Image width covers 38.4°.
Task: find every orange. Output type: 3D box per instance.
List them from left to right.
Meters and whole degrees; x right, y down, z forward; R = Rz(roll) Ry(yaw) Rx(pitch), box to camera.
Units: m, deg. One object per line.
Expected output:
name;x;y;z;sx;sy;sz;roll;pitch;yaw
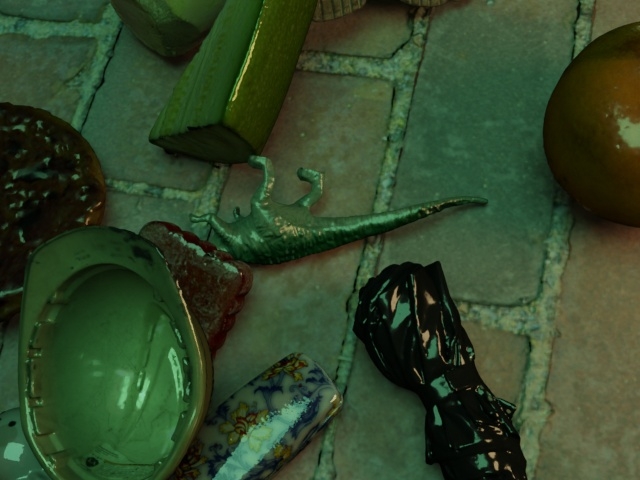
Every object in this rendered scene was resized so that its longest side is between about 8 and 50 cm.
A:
orange;0.358;-0.122;0.987;0.240;0.171;0.240;-4;67;8

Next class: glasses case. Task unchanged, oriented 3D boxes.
glasses case;-0.087;0.215;0.931;0.248;0.065;0.087;-40;67;-12

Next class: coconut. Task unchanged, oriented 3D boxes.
coconut;-0.177;-0.322;1.159;0.147;0.147;0.153;36;71;20

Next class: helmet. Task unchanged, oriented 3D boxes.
helmet;-0.180;0.115;0.902;0.204;0.137;0.258;0;90;21

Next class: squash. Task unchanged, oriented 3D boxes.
squash;-0.077;-0.235;1.071;0.111;0.203;0.289;22;77;-32

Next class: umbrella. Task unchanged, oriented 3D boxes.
umbrella;0.143;0.173;0.917;0.118;0.118;0.340;-27;70;-7

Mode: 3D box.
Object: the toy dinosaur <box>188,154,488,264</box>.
toy dinosaur;-0.011;-0.048;1.037;0.382;0.076;0.129;-17;92;6

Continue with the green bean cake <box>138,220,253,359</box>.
green bean cake;-0.154;0.060;0.998;0.135;0.056;0.135;28;96;11

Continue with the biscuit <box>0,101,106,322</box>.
biscuit;-0.409;-0.017;1.073;0.334;0.081;0.289;-28;64;-12

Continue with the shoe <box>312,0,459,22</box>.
shoe;0.067;-0.406;1.160;0.350;0.172;0.198;-13;43;-15

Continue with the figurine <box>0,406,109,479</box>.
figurine;-0.329;0.247;0.920;0.271;0.143;0.143;-15;61;-29
